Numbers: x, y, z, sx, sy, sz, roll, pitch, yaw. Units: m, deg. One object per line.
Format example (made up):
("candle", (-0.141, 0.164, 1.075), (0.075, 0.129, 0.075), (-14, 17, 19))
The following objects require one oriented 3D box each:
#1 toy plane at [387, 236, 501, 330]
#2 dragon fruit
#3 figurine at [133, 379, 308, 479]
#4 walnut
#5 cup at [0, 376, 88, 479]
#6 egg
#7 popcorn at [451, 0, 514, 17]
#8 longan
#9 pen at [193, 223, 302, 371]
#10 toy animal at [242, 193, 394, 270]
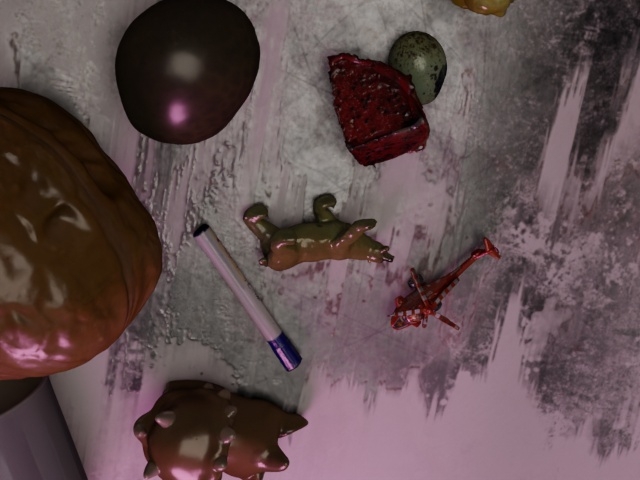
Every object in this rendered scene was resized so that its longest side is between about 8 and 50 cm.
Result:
("toy plane", (0.182, 0.065, 1.646), (0.126, 0.077, 0.194), (31, 89, -21))
("dragon fruit", (0.085, -0.198, 1.531), (0.121, 0.127, 0.161), (-18, 82, 9))
("figurine", (-0.153, 0.309, 1.591), (0.247, 0.173, 0.177), (33, 96, -17))
("walnut", (-0.400, -0.013, 1.364), (0.308, 0.354, 0.398), (-34, 106, 26))
("cup", (-0.489, 0.376, 1.530), (0.323, 0.237, 0.326), (-8, 109, 22))
("egg", (0.143, -0.250, 1.543), (0.085, 0.085, 0.110), (-19, 111, -5))
("popcorn", (0.236, -0.438, 1.440), (0.235, 0.242, 0.250), (18, 111, -41))
("longan", (-0.183, -0.233, 1.433), (0.198, 0.198, 0.212), (30, 117, -17))
("pen", (-0.110, 0.088, 1.614), (0.033, 0.033, 0.269), (-34, 108, -1))
("toy animal", (0.000, 0.000, 1.590), (0.219, 0.103, 0.101), (-10, 126, -11))
